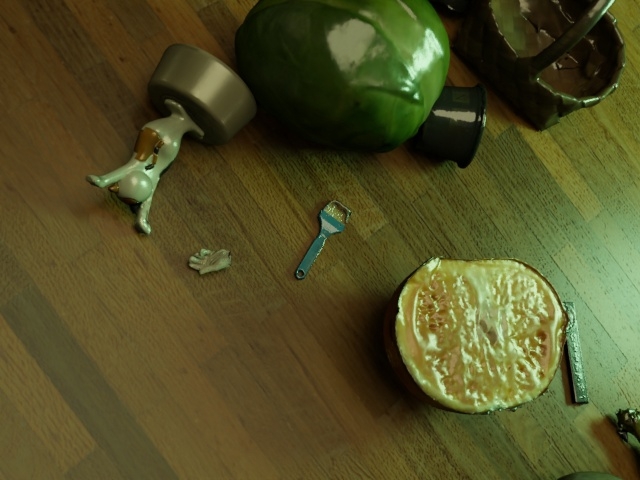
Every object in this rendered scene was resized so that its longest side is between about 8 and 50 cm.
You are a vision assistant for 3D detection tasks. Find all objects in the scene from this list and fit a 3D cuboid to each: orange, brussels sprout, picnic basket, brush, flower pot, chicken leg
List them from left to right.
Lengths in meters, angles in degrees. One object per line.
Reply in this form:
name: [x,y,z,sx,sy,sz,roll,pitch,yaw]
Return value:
brush: [0.000,0.000,1.451,0.051,0.014,0.164,34,65,-9]
brussels sprout: [0.053,-0.277,1.374,0.371,0.314,0.276,22,71,-47]
flower pot: [0.229,-0.218,1.543,0.106,0.157,0.157,10,70,-8]
orange: [0.243,0.151,1.379,0.310,0.274,0.274,0,71,-59]
picnic basket: [0.467,-0.417,1.603,0.337,0.337,0.293,41,65,-7]
chicken leg: [0.633,0.395,1.565,0.103,0.088,0.228,-31,82,-17]

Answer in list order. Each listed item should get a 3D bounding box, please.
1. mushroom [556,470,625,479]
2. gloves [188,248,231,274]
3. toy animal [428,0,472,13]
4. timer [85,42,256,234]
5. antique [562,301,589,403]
mushroom: [0.461,0.502,1.412,0.226,0.178,0.226,2,49,-2]
gloves: [-0.171,0.034,1.354,0.080,0.037,0.044,4,46,-11]
toy animal: [0.212,-0.512,1.656,0.232,0.084,0.148,-9,79,-28]
timer: [-0.242,-0.154,1.322,0.175,0.175,0.266,36,72,-9]
antique: [0.475,0.210,1.585,0.031,0.015,0.192,2,74,-22]
